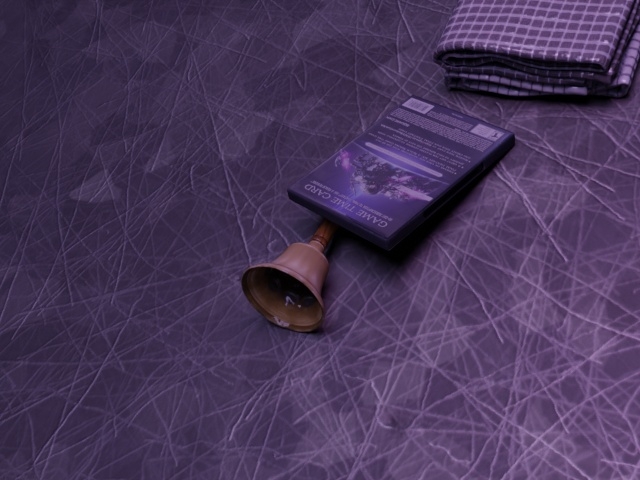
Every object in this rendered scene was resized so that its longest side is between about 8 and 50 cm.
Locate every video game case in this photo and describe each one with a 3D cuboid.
[{"bbox_3d":[0.116,-0.106,1.376,0.274,0.026,0.196,-39,47,-26],"label":"video game case"}]

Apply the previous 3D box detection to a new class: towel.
[{"bbox_3d":[0.334,-0.330,1.425,0.284,0.121,0.235,10,61,30],"label":"towel"}]

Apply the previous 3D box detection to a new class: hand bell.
[{"bbox_3d":[0.000,0.000,1.364,0.126,0.126,0.242,7,46,29],"label":"hand bell"}]
